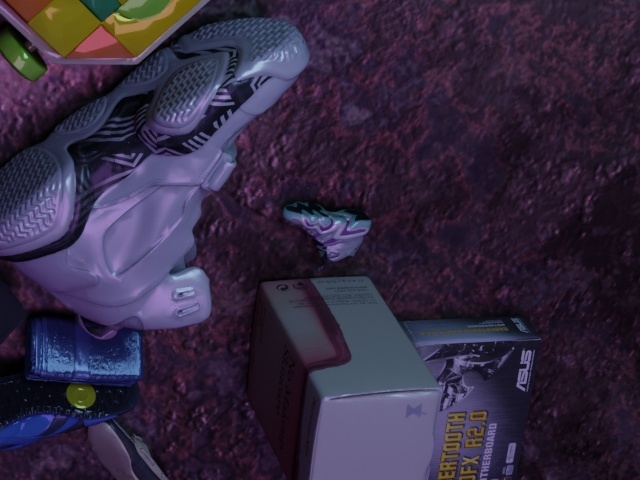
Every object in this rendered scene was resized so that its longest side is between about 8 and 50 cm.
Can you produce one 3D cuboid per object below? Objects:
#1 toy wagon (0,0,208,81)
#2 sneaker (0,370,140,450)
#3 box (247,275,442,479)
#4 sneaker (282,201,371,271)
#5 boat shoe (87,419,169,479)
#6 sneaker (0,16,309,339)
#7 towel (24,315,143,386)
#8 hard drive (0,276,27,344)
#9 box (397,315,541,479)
[{"bbox_3d":[-0.241,-0.308,1.661,0.267,0.068,0.344,-41,122,6],"label":"toy wagon"},{"bbox_3d":[-0.291,0.173,1.922,0.209,0.069,0.082,-10,156,-24],"label":"sneaker"},{"bbox_3d":[0.018,0.155,1.903,0.127,0.232,0.148,-2,118,-18],"label":"box"},{"bbox_3d":[0.000,0.000,1.926,0.098,0.038,0.069,9,114,-22],"label":"sneaker"},{"bbox_3d":[-0.201,0.231,1.987,0.043,0.049,0.137,-54,129,-36],"label":"boat shoe"},{"bbox_3d":[-0.136,-0.052,1.801,0.366,0.137,0.210,-33,123,8],"label":"sneaker"},{"bbox_3d":[-0.240,0.112,1.904,0.119,0.029,0.067,6,76,-21],"label":"towel"},{"bbox_3d":[-0.460,0.098,1.736,0.339,0.064,0.237,-48,126,-22],"label":"hard drive"},{"bbox_3d":[0.135,0.196,2.068,0.183,0.056,0.231,-2,118,-18],"label":"box"}]
